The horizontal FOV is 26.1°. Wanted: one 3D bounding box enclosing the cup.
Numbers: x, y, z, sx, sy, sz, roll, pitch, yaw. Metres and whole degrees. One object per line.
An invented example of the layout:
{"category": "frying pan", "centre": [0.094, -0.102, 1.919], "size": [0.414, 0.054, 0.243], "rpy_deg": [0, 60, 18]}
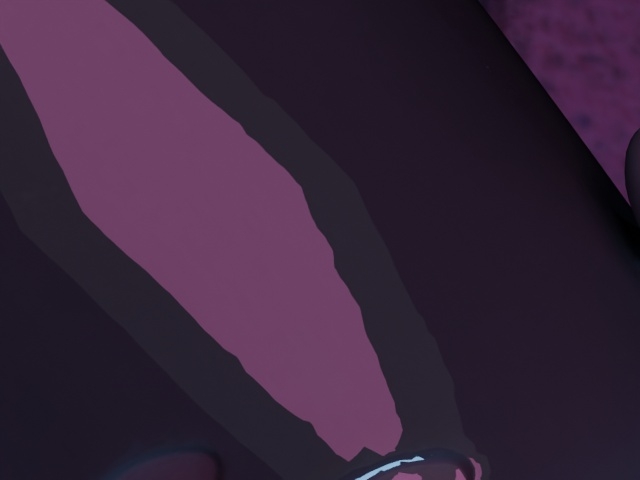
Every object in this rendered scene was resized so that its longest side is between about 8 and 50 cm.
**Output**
{"category": "cup", "centre": [0.000, 0.000, 0.405], "size": [0.274, 0.356, 0.259], "rpy_deg": [52, 30, -1]}
